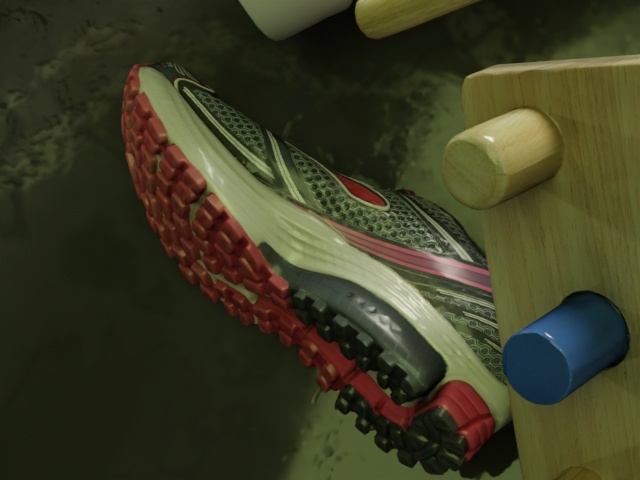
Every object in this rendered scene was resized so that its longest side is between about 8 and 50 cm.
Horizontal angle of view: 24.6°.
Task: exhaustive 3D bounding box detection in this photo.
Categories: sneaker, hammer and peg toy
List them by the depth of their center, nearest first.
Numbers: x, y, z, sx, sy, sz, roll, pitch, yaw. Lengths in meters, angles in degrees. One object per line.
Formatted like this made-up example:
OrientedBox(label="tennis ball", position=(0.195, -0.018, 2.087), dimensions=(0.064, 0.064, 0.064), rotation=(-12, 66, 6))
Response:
OrientedBox(label="hammer and peg toy", position=(0.174, -0.012, 0.640), dimensions=(0.266, 0.127, 0.361), rotation=(1, 108, 42))
OrientedBox(label="sneaker", position=(0.000, 0.000, 0.824), dimensions=(0.299, 0.121, 0.112), rotation=(42, 63, 19))

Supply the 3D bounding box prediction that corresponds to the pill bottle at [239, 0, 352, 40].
OrientedBox(label="pill bottle", position=(0.092, -0.266, 0.788), dimensions=(0.361, 0.204, 0.204), rotation=(-27, 74, 8))
